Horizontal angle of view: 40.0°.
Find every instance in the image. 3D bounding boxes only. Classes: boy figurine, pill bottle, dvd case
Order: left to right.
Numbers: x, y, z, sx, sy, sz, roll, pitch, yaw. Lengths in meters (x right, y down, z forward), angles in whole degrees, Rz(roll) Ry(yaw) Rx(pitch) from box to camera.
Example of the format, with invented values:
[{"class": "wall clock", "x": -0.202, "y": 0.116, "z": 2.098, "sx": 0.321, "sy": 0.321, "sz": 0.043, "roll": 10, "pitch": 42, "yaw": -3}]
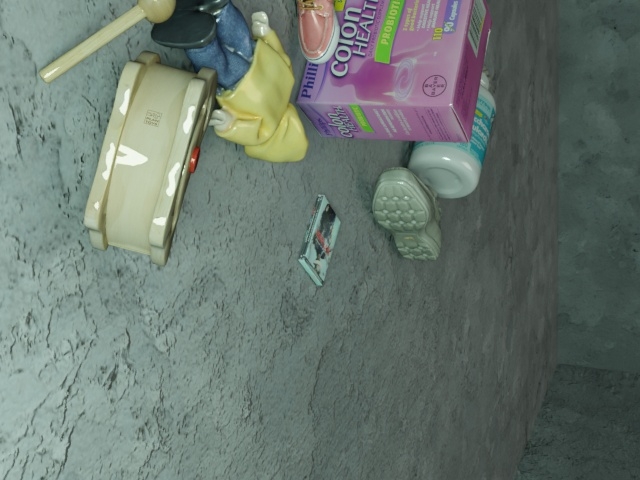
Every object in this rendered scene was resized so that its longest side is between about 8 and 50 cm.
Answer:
[{"class": "boy figurine", "x": -0.090, "y": -0.195, "z": 1.079, "sx": 0.285, "sy": 0.092, "sz": 0.177, "roll": 53, "pitch": 47, "yaw": -56}, {"class": "dvd case", "x": 0.000, "y": 0.000, "z": 1.400, "sx": 0.087, "sy": 0.013, "sz": 0.119, "roll": 57, "pitch": 45, "yaw": -53}, {"class": "pill bottle", "x": 0.275, "y": -0.228, "z": 1.798, "sx": 0.146, "sy": 0.146, "sz": 0.264, "roll": 59, "pitch": 42, "yaw": -52}]

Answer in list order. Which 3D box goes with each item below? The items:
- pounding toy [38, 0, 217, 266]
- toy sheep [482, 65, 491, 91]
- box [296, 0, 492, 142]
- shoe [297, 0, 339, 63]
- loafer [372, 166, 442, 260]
[{"class": "pounding toy", "x": -0.195, "y": -0.121, "z": 0.891, "sx": 0.154, "sy": 0.155, "sz": 0.269, "roll": -168, "pitch": -88, "yaw": -86}, {"class": "toy sheep", "x": 0.349, "y": -0.363, "z": 2.012, "sx": 0.091, "sy": 0.091, "sz": 0.132, "roll": -41, "pitch": 136, "yaw": -56}, {"class": "box", "x": 0.114, "y": -0.270, "z": 1.325, "sx": 0.117, "sy": 0.243, "sz": 0.213, "roll": 45, "pitch": 55, "yaw": -59}, {"class": "shoe", "x": -0.015, "y": -0.346, "z": 1.253, "sx": 0.081, "sy": 0.063, "sz": 0.178, "roll": 18, "pitch": 72, "yaw": -63}, {"class": "loafer", "x": 0.167, "y": -0.063, "z": 1.652, "sx": 0.319, "sy": 0.112, "sz": 0.111, "roll": 59, "pitch": 37, "yaw": -63}]
